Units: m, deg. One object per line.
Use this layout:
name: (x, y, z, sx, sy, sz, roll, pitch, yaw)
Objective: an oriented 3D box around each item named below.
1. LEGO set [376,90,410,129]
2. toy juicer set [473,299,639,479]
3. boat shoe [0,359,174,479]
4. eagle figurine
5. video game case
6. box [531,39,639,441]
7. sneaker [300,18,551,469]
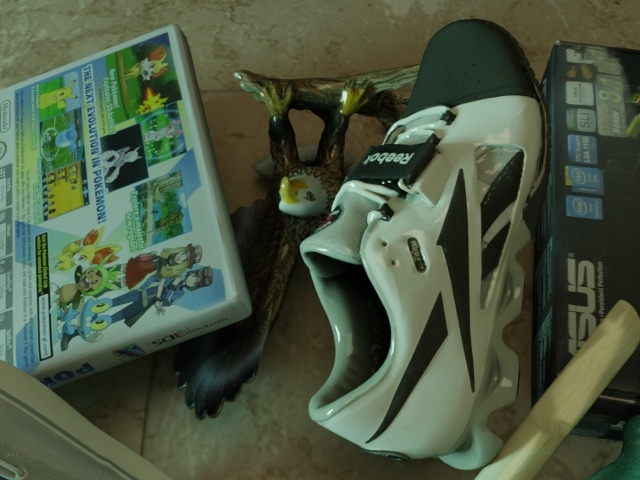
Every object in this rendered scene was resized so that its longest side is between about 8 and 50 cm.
LEGO set: (0.094, -0.137, 0.816, 0.083, 0.023, 0.054, 2, 57, -16)
toy juicer set: (0.203, 0.233, 0.511, 0.209, 0.089, 0.329, -26, 76, -8)
boat shoe: (-0.172, 0.171, 0.507, 0.227, 0.079, 0.081, 46, 52, -23)
eagle figurine: (-0.005, -0.001, 0.648, 0.226, 0.225, 0.298, -7, 83, 41)
video game case: (-0.231, -0.025, 0.629, 0.300, 0.036, 0.329, -20, 53, 3)
box: (0.362, -0.003, 0.685, 0.318, 0.097, 0.394, 8, 57, 7)
sneaker: (0.064, -0.019, 0.514, 0.146, 0.122, 0.330, 15, 72, -27)
